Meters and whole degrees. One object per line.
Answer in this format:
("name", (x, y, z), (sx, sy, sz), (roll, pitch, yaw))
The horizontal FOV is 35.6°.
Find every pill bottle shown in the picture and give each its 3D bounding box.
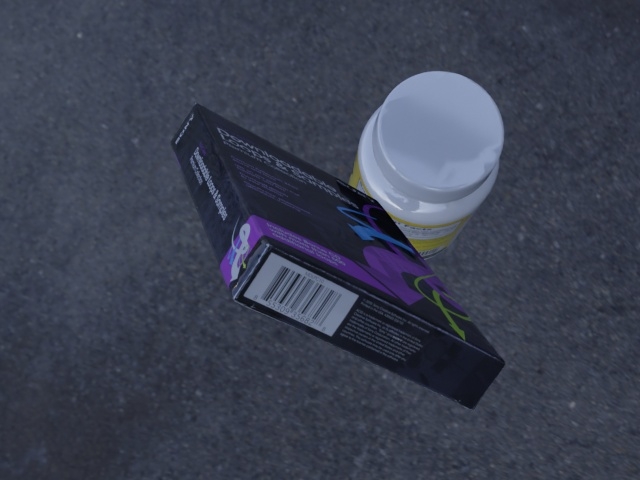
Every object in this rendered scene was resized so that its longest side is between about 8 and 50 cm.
("pill bottle", (0.087, -0.060, 0.860), (0.119, 0.208, 0.119), (1, 76, -3))

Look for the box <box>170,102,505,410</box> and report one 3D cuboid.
("box", (0.000, 0.000, 0.433), (0.029, 0.116, 0.162), (-57, 28, 12))
